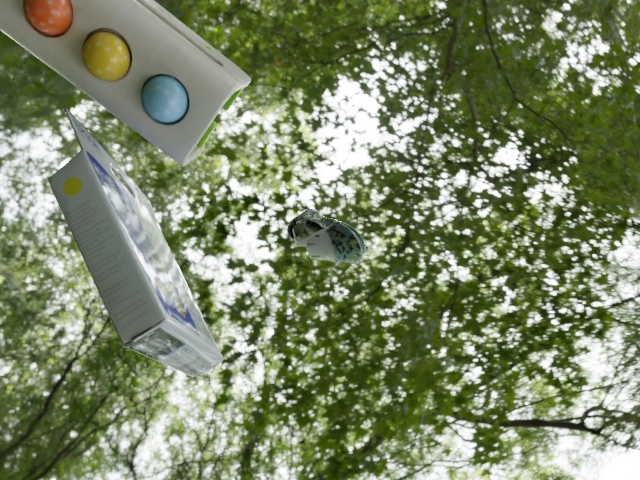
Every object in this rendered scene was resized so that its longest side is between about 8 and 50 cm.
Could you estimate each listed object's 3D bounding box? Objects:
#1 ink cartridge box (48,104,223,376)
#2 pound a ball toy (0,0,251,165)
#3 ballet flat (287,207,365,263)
[{"bbox_3d":[-0.250,0.022,0.784,0.072,0.304,0.307,-31,-108,-7],"label":"ink cartridge box"},{"bbox_3d":[-0.231,-0.266,0.674,0.319,0.136,0.208,38,-69,-8],"label":"pound a ball toy"},{"bbox_3d":[0.000,0.000,0.836,0.188,0.070,0.070,-153,-105,-66],"label":"ballet flat"}]
